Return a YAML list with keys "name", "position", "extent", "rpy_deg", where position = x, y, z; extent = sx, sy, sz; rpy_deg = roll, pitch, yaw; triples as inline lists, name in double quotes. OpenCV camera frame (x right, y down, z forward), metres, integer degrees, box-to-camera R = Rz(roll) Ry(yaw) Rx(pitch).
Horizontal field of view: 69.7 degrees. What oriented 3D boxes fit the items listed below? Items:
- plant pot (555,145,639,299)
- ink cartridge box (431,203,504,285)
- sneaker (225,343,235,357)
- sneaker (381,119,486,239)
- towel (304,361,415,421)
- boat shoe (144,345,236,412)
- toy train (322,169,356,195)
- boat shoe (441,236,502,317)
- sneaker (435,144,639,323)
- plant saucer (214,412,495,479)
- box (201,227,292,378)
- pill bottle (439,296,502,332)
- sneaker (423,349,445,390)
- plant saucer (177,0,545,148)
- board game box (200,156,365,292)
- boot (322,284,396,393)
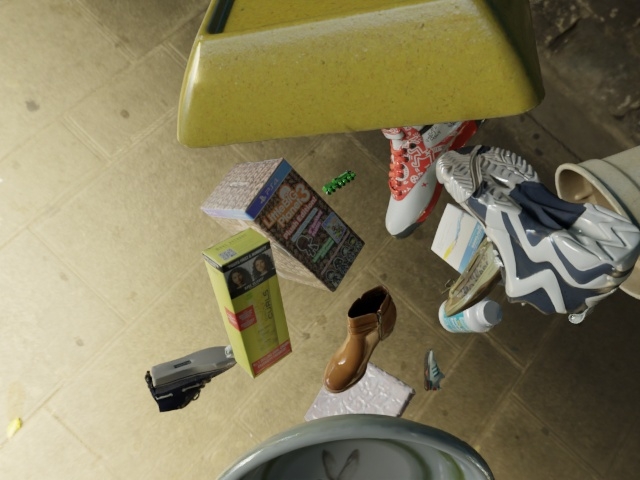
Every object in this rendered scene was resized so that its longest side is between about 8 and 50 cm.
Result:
- name: "plant pot"
  position: [0.742, -0.090, 0.982]
  extent: [0.305, 0.334, 0.334]
  rpy_deg: [-28, 82, 11]
- name: "ink cartridge box"
  position: [0.487, 0.008, 1.417]
  extent: [0.171, 0.233, 0.168]
  rpy_deg: [11, 107, -19]
- name: "sneaker"
  position: [-0.279, 0.355, 1.485]
  extent: [0.061, 0.152, 0.054]
  rpy_deg: [-21, 68, -19]
- name: "sneaker"
  position: [0.126, -0.135, 0.679]
  extent: [0.144, 0.090, 0.270]
  rpy_deg: [18, 117, -21]
- name: "towel"
  position: [0.141, 0.610, 1.704]
  extent: [0.331, 0.053, 0.317]
  rpy_deg: [22, 72, 41]
- name: "boat shoe"
  position: [-0.454, 0.506, 1.682]
  extent: [0.340, 0.127, 0.158]
  rpy_deg: [-11, 111, -20]
- name: "toy train"
  position: [0.038, -0.119, 0.936]
  extent: [0.083, 0.017, 0.024]
  rpy_deg: [-36, 74, -28]
- name: "boat shoe"
  position: [0.406, 0.103, 1.217]
  extent: [0.104, 0.285, 0.089]
  rpy_deg: [-13, 56, -36]
- name: "sneaker"
  position: [0.218, 0.000, 0.519]
  extent: [0.094, 0.153, 0.235]
  rpy_deg: [-32, 48, -23]
- name: "plant saucer"
  position: [0.038, 0.360, 0.652]
  extent: [0.400, 0.101, 0.401]
  rpy_deg: [-2, 121, -3]
- name: "box"
  position: [-0.107, 0.101, 0.709]
  extent: [0.087, 0.232, 0.058]
  rpy_deg: [-29, 40, -30]
- name: "pill bottle"
  position: [0.605, 0.296, 1.847]
  extent: [0.146, 0.264, 0.146]
  rpy_deg: [4, 77, -18]
- name: "sneaker"
  position: [0.451, 0.513, 1.815]
  extent: [0.075, 0.057, 0.161]
  rpy_deg: [4, 82, -4]
- name: "plant saucer"
  position: [0.026, -0.253, 0.451]
  extent: [0.332, 0.081, 0.333]
  rpy_deg: [-2, 59, 17]
- name: "board game box"
  position: [-0.086, -0.034, 1.056]
  extent: [0.291, 0.232, 0.141]
  rpy_deg: [44, 70, -30]
- name: "boot"
  position: [0.098, 0.257, 1.197]
  extent: [0.283, 0.220, 0.109]
  rpy_deg: [-39, 58, -15]
